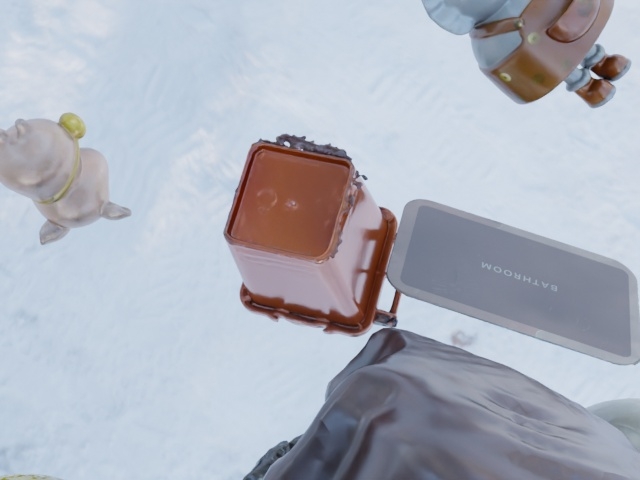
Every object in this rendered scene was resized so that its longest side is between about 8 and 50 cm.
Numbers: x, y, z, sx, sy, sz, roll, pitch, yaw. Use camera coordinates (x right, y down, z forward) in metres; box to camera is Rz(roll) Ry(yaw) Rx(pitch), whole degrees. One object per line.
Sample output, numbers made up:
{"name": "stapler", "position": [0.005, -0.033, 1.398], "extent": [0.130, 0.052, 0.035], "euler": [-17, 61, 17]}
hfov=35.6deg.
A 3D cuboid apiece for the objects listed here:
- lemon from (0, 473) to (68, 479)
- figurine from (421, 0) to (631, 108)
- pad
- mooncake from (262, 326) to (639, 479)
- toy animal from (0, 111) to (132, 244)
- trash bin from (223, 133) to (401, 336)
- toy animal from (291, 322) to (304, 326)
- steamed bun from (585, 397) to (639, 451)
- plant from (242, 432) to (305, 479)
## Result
{"name": "lemon", "position": [-0.182, 0.252, 0.513], "extent": [0.240, 0.219, 0.240], "euler": [6, 103, 25]}
{"name": "figurine", "position": [0.168, -0.223, 0.924], "extent": [0.271, 0.143, 0.143], "euler": [31, 98, 1]}
{"name": "pad", "position": [0.205, 0.038, 1.037], "extent": [0.266, 0.176, 0.002], "euler": [18, 128, 2]}
{"name": "mooncake", "position": [0.109, 0.180, 0.747], "extent": [0.326, 0.334, 0.174], "euler": [17, 104, -48]}
{"name": "toy animal", "position": [-0.438, -0.116, 1.636], "extent": [0.165, 0.149, 0.248], "euler": [-12, 141, 21]}
{"name": "trash bin", "position": [0.000, 0.000, 1.061], "extent": [0.184, 0.239, 0.161], "euler": [13, 74, 11]}
{"name": "toy animal", "position": [0.001, 0.047, 1.649], "extent": [0.127, 0.178, 0.193], "euler": [-31, 112, -29]}
{"name": "steamed bun", "position": [0.349, 0.302, 1.045], "extent": [0.177, 0.283, 0.283], "euler": [-6, 107, -39]}
{"name": "plant", "position": [0.048, 0.368, 1.084], "extent": [0.194, 0.181, 0.321], "euler": [-19, 115, 38]}
